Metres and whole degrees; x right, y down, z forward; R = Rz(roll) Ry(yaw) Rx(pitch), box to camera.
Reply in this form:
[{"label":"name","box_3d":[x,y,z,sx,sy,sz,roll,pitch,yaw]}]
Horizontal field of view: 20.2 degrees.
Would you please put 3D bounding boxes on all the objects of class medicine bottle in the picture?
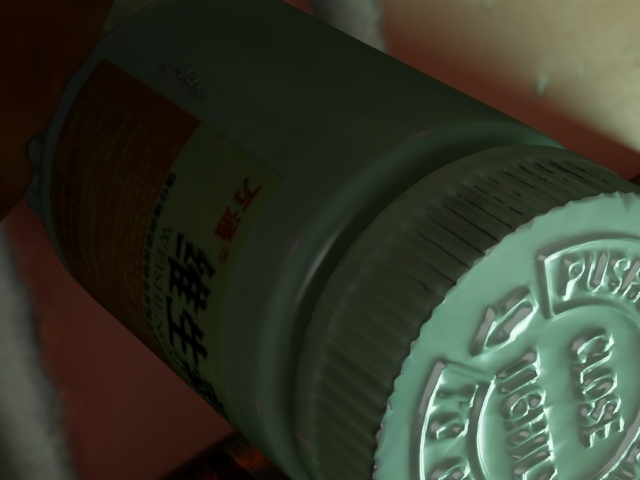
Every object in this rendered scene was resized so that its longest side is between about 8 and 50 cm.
[{"label":"medicine bottle","box_3d":[0.000,0.000,0.712,0.158,0.318,0.158,-14,119,-27]}]

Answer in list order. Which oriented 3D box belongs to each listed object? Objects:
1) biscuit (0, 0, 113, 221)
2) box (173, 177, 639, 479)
[{"label":"biscuit","box_3d":[-0.221,-0.178,0.544,0.395,0.166,0.342,11,104,-51]},{"label":"box","box_3d":[0.105,0.140,0.878,0.415,0.264,0.116,-33,125,-19]}]
